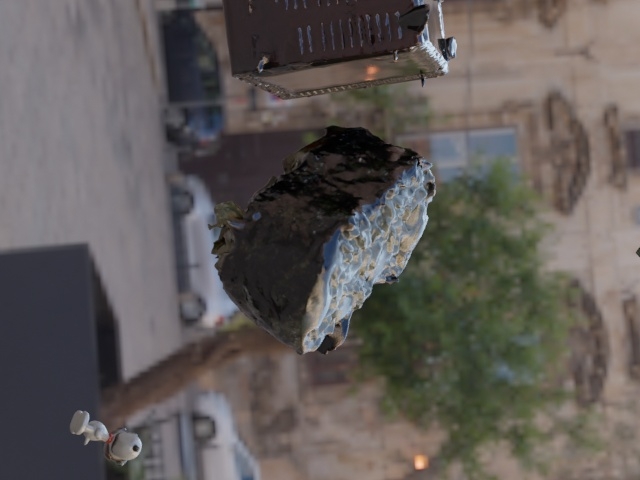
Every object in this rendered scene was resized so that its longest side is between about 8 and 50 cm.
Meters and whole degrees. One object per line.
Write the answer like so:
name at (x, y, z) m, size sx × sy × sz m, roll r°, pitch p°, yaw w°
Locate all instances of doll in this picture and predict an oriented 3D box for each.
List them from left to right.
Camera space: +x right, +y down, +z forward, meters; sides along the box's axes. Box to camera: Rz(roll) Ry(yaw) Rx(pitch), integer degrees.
doll at (-0.228, 0.211, 1.686) m, size 0.058 × 0.085 × 0.040 m, roll -24°, pitch -136°, yaw 67°

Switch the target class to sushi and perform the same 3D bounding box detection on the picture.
sushi at (0.000, 0.000, 1.288) m, size 0.212 × 0.115 × 0.147 m, roll -47°, pitch 149°, yaw -42°

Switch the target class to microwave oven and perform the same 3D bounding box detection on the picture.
microwave oven at (0.017, -0.233, 1.403) m, size 0.247 × 0.178 × 0.188 m, roll 7°, pitch 79°, yaw -80°

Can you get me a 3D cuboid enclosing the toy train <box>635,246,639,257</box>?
toy train at (0.332, 0.027, 1.443) m, size 0.038 × 0.093 × 0.056 m, roll -58°, pitch -178°, yaw 20°
